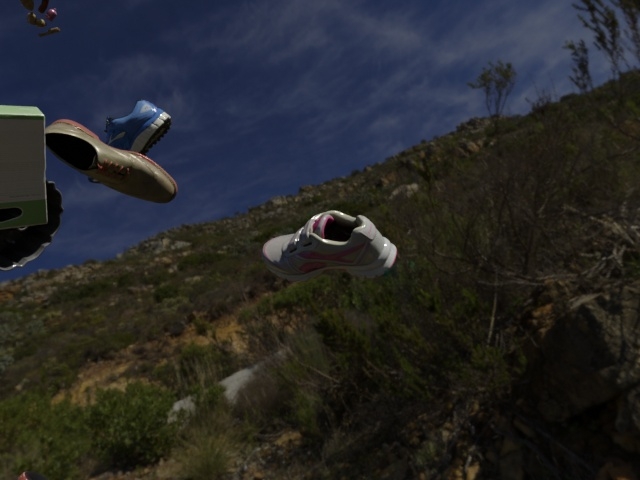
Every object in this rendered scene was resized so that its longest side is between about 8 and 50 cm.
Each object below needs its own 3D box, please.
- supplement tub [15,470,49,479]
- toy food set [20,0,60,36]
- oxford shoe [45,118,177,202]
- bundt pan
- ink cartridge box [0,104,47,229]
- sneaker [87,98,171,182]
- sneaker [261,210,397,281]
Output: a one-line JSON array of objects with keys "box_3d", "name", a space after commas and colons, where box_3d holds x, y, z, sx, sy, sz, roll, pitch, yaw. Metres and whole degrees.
[{"box_3d": [-0.806, 0.719, 1.190, 0.197, 0.106, 0.106, -53, -16, -22], "name": "supplement tub"}, {"box_3d": [-0.695, -0.574, 1.127, 0.078, 0.019, 0.122, -38, -32, -35], "name": "toy food set"}, {"box_3d": [-0.544, -0.183, 1.183, 0.349, 0.130, 0.122, 26, -76, -21], "name": "oxford shoe"}, {"box_3d": [-1.003, -0.075, 1.464, 0.331, 0.124, 0.330, 22, -90, -82], "name": "bundt pan"}, {"box_3d": [-0.623, -0.136, 0.870, 0.171, 0.056, 0.234, -13, -52, -44], "name": "ink cartridge box"}, {"box_3d": [-0.641, -0.319, 1.480, 0.330, 0.147, 0.130, -47, 5, 1], "name": "sneaker"}, {"box_3d": [0.000, 0.000, 0.800, 0.253, 0.102, 0.111, -6, -47, 26], "name": "sneaker"}]
